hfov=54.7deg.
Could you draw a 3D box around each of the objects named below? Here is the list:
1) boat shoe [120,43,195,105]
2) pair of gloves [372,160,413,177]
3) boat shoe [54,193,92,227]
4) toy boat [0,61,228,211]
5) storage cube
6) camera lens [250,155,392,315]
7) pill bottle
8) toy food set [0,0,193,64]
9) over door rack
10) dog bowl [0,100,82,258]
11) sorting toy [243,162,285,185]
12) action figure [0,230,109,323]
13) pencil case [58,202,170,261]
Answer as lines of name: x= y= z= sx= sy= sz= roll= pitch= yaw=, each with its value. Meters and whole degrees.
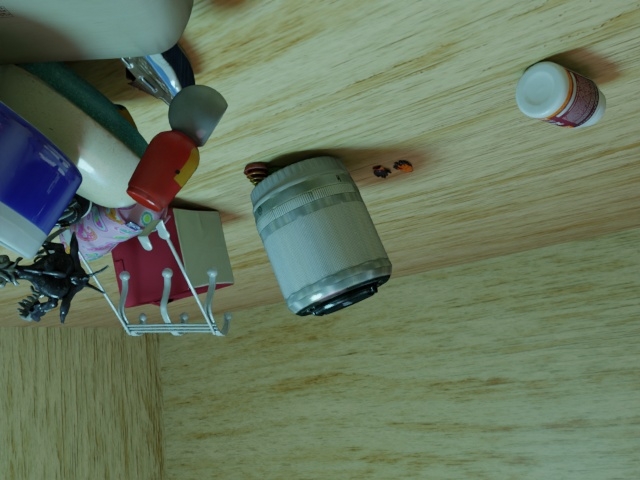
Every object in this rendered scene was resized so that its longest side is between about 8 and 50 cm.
boat shoe: x=-0.204 y=-0.214 z=0.759 sx=0.066 sy=0.066 sz=0.183 roll=-4 pitch=158 yaw=6
pair of gloves: x=0.156 y=-0.152 z=1.335 sx=0.083 sy=0.010 sz=0.074 roll=-11 pitch=167 yaw=18
boat shoe: x=-0.487 y=-0.080 z=0.968 sx=0.187 sy=0.155 sz=0.500 roll=-7 pitch=169 yaw=-7
toy boat: x=-0.251 y=-0.132 z=0.742 sx=0.318 sy=0.148 sz=0.267 roll=17 pitch=162 yaw=34
storage cube: x=-0.344 y=0.037 z=1.435 sx=0.193 sy=0.214 sz=0.184 roll=-15 pitch=173 yaw=25
camera lens: x=0.000 y=0.000 z=1.228 sx=0.220 sy=0.274 sz=0.219 roll=-22 pitch=169 yaw=-5
pill bottle: x=0.384 y=-0.223 z=0.975 sx=0.152 sy=0.086 sz=0.086 roll=4 pitch=163 yaw=-40
toy food set: x=-0.285 y=-0.243 z=0.546 sx=0.306 sy=0.092 sz=0.220 roll=-4 pitch=174 yaw=-1
over door rack: x=-0.340 y=0.071 z=1.227 sx=0.240 sy=0.108 sz=0.324 roll=-4 pitch=137 yaw=22
dog bowl: x=-0.384 y=-0.092 z=0.622 sx=0.265 sy=0.104 sz=0.265 roll=26 pitch=164 yaw=8
sorting toy: x=-0.112 y=-0.123 z=1.238 sx=0.061 sy=0.042 sz=0.102 roll=-19 pitch=163 yaw=42
action figure: x=-0.515 y=0.058 z=1.076 sx=0.276 sy=0.163 sz=0.141 roll=8 pitch=172 yaw=-18
pencil case: x=-0.422 y=-0.038 z=1.259 sx=0.124 sy=0.124 sz=0.284 roll=6 pitch=162 yaw=-45
